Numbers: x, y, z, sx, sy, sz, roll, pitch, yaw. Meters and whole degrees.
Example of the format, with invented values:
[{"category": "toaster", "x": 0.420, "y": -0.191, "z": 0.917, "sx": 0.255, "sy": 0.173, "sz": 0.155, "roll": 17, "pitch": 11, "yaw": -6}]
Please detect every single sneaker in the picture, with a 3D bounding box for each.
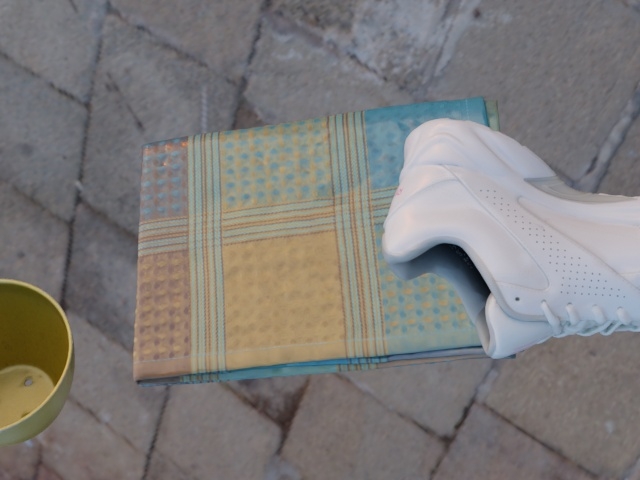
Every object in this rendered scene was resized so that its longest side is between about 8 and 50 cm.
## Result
[{"category": "sneaker", "x": 0.138, "y": 0.026, "z": 0.632, "sx": 0.232, "sy": 0.115, "sz": 0.090, "roll": 22, "pitch": 158, "yaw": 9}]

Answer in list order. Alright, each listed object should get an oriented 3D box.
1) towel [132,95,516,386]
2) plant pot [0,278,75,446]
[{"category": "towel", "x": 0.000, "y": 0.000, "z": 1.080, "sx": 0.370, "sy": 0.271, "sz": 0.040, "roll": -7, "pitch": 155, "yaw": 12}, {"category": "plant pot", "x": -0.256, "y": 0.112, "z": 0.899, "sx": 0.134, "sy": 0.134, "sz": 0.095, "roll": 28, "pitch": 153, "yaw": 18}]
